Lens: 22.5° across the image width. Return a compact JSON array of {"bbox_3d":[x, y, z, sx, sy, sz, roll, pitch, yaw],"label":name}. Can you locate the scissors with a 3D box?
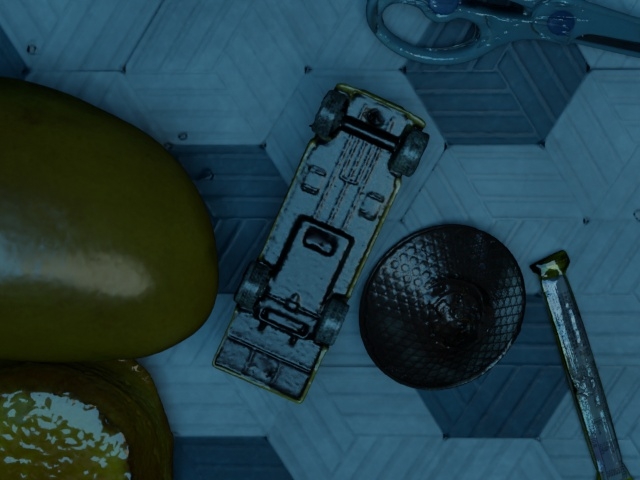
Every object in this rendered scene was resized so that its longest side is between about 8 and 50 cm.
[{"bbox_3d":[0.239,-0.234,1.708,0.393,0.032,0.180,14,131,-8],"label":"scissors"}]

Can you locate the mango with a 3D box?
[{"bbox_3d":[-0.319,-0.015,1.683,0.446,0.232,0.300,16,76,-3],"label":"mango"}]

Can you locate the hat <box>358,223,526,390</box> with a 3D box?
[{"bbox_3d":[0.144,0.083,1.771,0.193,0.082,0.193,-9,65,21],"label":"hat"}]

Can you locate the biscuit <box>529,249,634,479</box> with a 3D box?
[{"bbox_3d":[0.295,0.154,1.800,0.048,0.026,0.291,-17,99,0],"label":"biscuit"}]

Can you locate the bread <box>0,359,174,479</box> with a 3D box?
[{"bbox_3d":[-0.309,0.253,1.761,0.312,0.172,0.312,0,101,0],"label":"bread"}]

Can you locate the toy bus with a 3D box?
[{"bbox_3d":[0.000,0.000,1.735,0.121,0.123,0.335,24,99,-1],"label":"toy bus"}]
